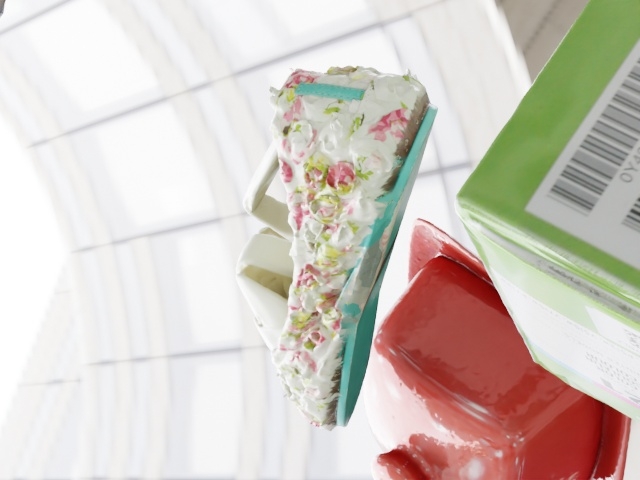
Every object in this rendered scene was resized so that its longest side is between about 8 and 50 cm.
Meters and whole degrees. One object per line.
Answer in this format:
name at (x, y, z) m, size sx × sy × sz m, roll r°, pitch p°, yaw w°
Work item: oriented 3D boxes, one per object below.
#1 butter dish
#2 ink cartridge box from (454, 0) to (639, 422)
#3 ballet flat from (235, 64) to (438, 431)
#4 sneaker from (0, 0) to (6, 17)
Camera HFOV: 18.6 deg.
butter dish at (0.076, 0.098, 1.054) m, size 0.118 × 0.160 × 0.160 m, roll -39°, pitch -120°, yaw -24°
ink cartridge box at (0.158, -0.011, 0.654) m, size 0.189 × 0.097 × 0.255 m, roll -55°, pitch -27°, yaw -12°
ballet flat at (0.000, 0.000, 0.927) m, size 0.077 × 0.241 × 0.091 m, roll 19°, pitch -131°, yaw 6°
sneaker at (-0.100, -0.101, 0.356) m, size 0.131 × 0.112 × 0.296 m, roll 38°, pitch -123°, yaw 1°
